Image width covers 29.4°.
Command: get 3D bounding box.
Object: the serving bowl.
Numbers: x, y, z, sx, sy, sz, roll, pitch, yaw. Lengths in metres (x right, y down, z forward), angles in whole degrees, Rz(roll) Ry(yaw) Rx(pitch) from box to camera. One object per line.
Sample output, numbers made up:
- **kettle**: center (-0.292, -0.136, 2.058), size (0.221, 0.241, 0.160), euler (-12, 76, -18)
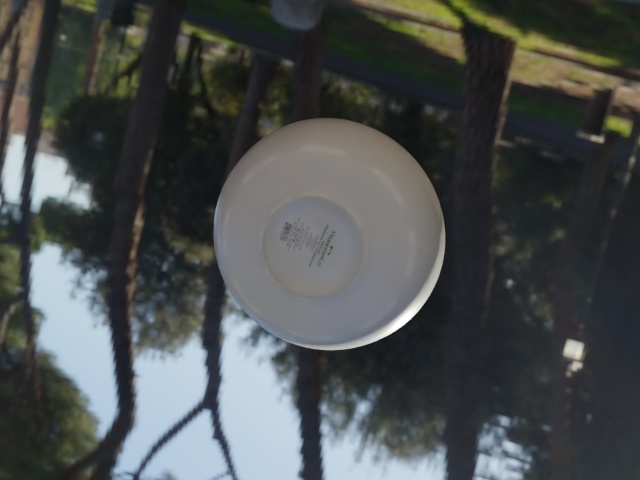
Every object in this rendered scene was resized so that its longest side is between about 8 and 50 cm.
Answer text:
- **serving bowl**: center (0.000, 0.000, 0.422), size (0.083, 0.083, 0.027), euler (15, -167, 11)
